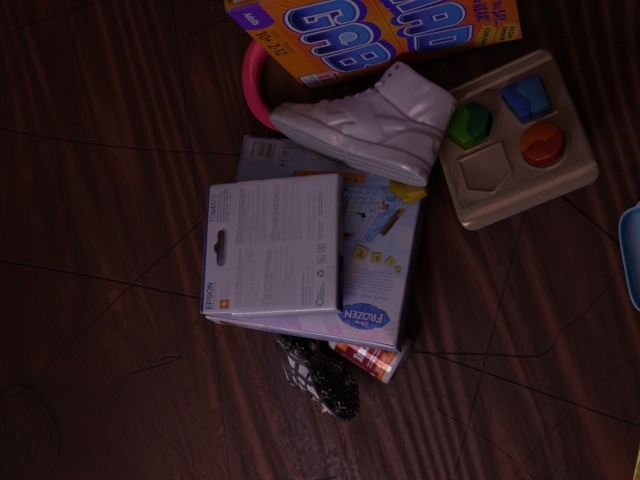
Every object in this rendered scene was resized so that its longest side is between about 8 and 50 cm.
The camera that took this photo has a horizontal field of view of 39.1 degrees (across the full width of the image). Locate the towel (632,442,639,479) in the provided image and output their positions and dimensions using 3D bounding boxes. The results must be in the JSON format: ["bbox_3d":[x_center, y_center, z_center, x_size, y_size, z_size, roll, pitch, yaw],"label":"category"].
[{"bbox_3d":[0.540,0.345,1.389,0.102,0.021,0.237,10,95,15],"label":"towel"}]

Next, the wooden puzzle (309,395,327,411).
[{"bbox_3d":[0.009,0.254,1.550,0.049,0.006,0.083,11,96,16],"label":"wooden puzzle"}]

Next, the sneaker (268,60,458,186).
[{"bbox_3d":[0.071,-0.202,1.400,0.292,0.108,0.169,21,81,28],"label":"sneaker"}]

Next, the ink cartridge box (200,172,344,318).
[{"bbox_3d":[-0.073,0.010,1.419,0.224,0.045,0.223,-3,73,16],"label":"ink cartridge box"}]

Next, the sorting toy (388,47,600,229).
[{"bbox_3d":[0.232,-0.136,1.346,0.307,0.041,0.229,-23,63,18],"label":"sorting toy"}]

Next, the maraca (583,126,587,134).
[{"bbox_3d":[0.317,-0.148,1.392,0.185,0.099,0.127,7,67,30],"label":"maraca"}]

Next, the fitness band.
[{"bbox_3d":[0.011,-0.281,1.503,0.290,0.054,0.209,-6,89,16],"label":"fitness band"}]

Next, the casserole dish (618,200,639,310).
[{"bbox_3d":[0.519,0.025,1.371,0.114,0.037,0.188,-10,91,17],"label":"casserole dish"}]

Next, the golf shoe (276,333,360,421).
[{"bbox_3d":[-0.006,0.228,1.511,0.198,0.077,0.094,54,145,24],"label":"golf shoe"}]

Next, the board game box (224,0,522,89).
[{"bbox_3d":[0.069,-0.468,1.283,0.356,0.356,0.357,-11,80,14],"label":"board game box"}]

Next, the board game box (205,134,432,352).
[{"bbox_3d":[0.000,0.000,1.464,0.318,0.066,0.318,8,77,17],"label":"board game box"}]

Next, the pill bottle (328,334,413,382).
[{"bbox_3d":[0.070,0.161,1.486,0.152,0.086,0.086,31,101,13],"label":"pill bottle"}]
